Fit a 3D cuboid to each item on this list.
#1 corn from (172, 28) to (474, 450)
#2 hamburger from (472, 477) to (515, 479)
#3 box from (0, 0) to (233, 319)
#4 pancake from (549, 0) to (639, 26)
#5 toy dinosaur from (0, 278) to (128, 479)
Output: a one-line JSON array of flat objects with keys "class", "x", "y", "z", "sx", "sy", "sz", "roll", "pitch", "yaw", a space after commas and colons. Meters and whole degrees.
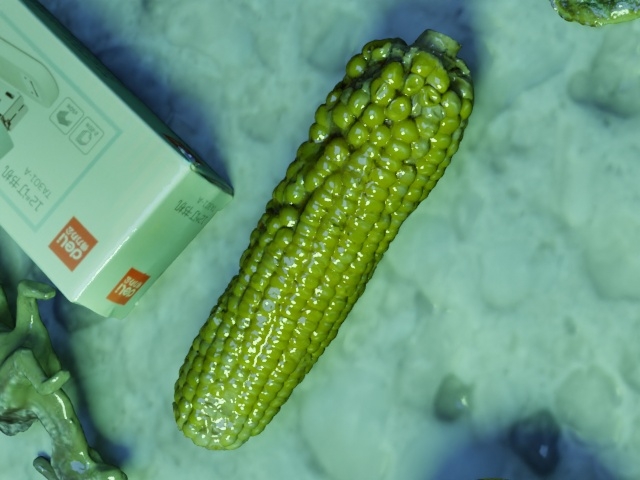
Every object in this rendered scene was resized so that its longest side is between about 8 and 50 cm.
[{"class": "corn", "x": 0.000, "y": 0.000, "z": 1.007, "sx": 0.097, "sy": 0.097, "sz": 0.319, "roll": 36, "pitch": 101, "yaw": 25}, {"class": "hamburger", "x": 0.115, "y": 0.237, "z": 0.899, "sx": 0.191, "sy": 0.118, "sz": 0.181, "roll": 23, "pitch": 87, "yaw": 19}, {"class": "box", "x": -0.198, "y": -0.076, "z": 1.115, "sx": 0.135, "sy": 0.079, "sz": 0.269, "roll": -48, "pitch": 66, "yaw": 5}, {"class": "pancake", "x": 0.190, "y": -0.189, "z": 0.983, "sx": 0.108, "sy": 0.017, "sz": 0.108, "roll": -6, "pitch": 78, "yaw": 27}, {"class": "toy dinosaur", "x": -0.246, "y": 0.079, "z": 1.104, "sx": 0.294, "sy": 0.077, "sz": 0.162, "roll": 43, "pitch": 136, "yaw": 31}]
